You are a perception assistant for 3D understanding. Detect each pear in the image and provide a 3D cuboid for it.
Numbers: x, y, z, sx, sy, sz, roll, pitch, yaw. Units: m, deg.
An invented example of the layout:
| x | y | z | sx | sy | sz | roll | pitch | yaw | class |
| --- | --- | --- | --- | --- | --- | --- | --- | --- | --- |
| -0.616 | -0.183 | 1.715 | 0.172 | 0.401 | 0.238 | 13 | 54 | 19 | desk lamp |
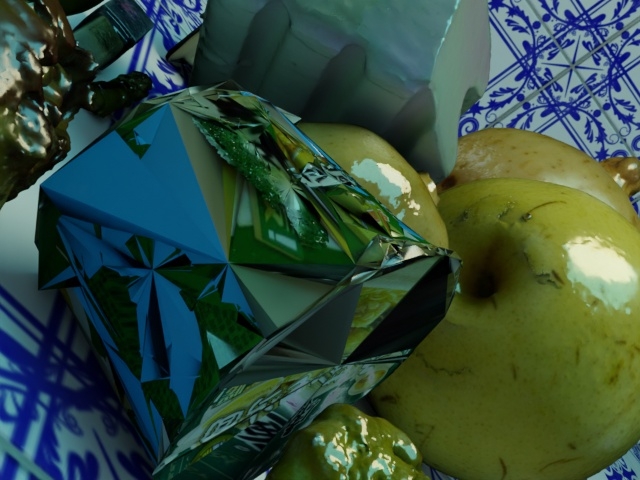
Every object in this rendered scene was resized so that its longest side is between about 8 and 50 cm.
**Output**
| x | y | z | sx | sy | sz | roll | pitch | yaw | class |
| --- | --- | --- | --- | --- | --- | --- | --- | --- | --- |
| 0.200 | 0.096 | 1.103 | 0.348 | 0.348 | 0.348 | 50 | 13 | -17 | pear |

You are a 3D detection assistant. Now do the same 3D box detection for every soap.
| x | y | z | sx | sy | sz | roll | pitch | yaw | class |
| --- | --- | --- | --- | --- | --- | --- | --- | --- | --- |
| 0.013 | -0.153 | 1.031 | 0.261 | 0.156 | 0.446 | 27 | -18 | -4 | soap |

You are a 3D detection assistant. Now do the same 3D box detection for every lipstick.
| x | y | z | sx | sy | sz | roll | pitch | yaw | class |
| --- | --- | --- | --- | --- | --- | --- | --- | --- | --- |
| -0.212 | -0.176 | 0.967 | 0.051 | 0.051 | 0.312 | 52 | 14 | -16 | lipstick |

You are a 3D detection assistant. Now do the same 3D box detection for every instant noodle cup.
| x | y | z | sx | sy | sz | roll | pitch | yaw | class |
| --- | --- | --- | --- | --- | --- | --- | --- | --- | --- |
| -0.054 | 0.025 | 0.671 | 0.178 | 0.240 | 0.240 | 49 | 10 | 21 | instant noodle cup |

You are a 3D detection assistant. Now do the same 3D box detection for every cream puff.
| x | y | z | sx | sy | sz | roll | pitch | yaw | class |
| --- | --- | --- | --- | --- | --- | --- | --- | --- | --- |
| 0.030 | 0.184 | 0.673 | 0.116 | 0.146 | 0.146 | 22 | 0 | 23 | cream puff |

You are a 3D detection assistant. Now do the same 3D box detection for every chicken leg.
| x | y | z | sx | sy | sz | roll | pitch | yaw | class |
| --- | --- | --- | --- | --- | --- | --- | --- | --- | --- |
| -0.233 | -0.150 | 0.625 | 0.211 | 0.140 | 0.361 | 29 | 30 | -44 | chicken leg |

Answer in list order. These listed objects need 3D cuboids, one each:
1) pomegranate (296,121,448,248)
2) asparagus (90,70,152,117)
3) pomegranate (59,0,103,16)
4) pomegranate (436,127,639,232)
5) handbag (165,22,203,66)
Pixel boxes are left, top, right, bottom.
| x | y | z | sx | sy | sz | roll | pitch | yaw | class |
| --- | --- | --- | --- | --- | --- | --- | --- | --- | --- |
| -0.005 | 0.005 | 0.894 | 0.233 | 0.233 | 0.233 | 50 | 13 | -17 | pomegranate |
| -0.190 | -0.143 | 1.005 | 0.036 | 0.030 | 0.165 | 26 | 16 | -2 | asparagus |
| -0.262 | -0.287 | 0.942 | 0.191 | 0.131 | 0.152 | 23 | 32 | -23 | pomegranate |
| 0.289 | 0.016 | 1.450 | 0.410 | 0.410 | 0.410 | 50 | 13 | -17 | pomegranate |
| -0.031 | -0.257 | 1.404 | 0.160 | 0.237 | 0.358 | 57 | 13 | 2 | handbag |
